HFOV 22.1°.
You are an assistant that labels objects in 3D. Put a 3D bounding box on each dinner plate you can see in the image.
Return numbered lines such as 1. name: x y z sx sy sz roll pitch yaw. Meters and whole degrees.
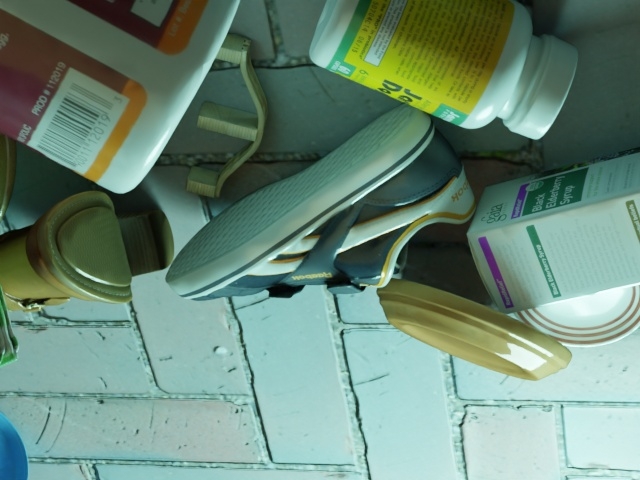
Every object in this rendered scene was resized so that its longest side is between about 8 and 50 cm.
1. dinner plate: 0.255 0.050 1.609 0.141 0.017 0.141 7 133 8

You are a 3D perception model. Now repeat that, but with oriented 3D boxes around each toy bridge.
1. toy bridge: -0.084 -0.111 1.539 0.063 0.026 0.188 13 133 0

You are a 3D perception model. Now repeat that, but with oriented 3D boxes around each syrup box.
1. syrup box: 0.262 -0.016 1.487 0.237 0.093 0.096 -13 114 23

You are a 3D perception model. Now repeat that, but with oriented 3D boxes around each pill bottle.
1. pill bottle: -0.282 -0.222 1.353 0.392 0.224 0.224 29 131 -12
2. pill bottle: 0.106 -0.165 1.386 0.208 0.117 0.117 22 132 -8

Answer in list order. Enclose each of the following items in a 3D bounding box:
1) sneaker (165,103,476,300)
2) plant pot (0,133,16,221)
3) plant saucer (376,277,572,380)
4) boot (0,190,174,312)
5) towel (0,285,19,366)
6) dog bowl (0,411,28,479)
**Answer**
1. sneaker: 0.000 0.000 1.550 0.321 0.126 0.127 -28 114 30
2. plant pot: -0.358 -0.099 1.534 0.236 0.032 0.236 13 110 38
3. plant saucer: 0.143 0.090 1.578 0.200 0.037 0.200 23 172 3
4. boot: -0.282 0.020 1.554 0.220 0.283 0.109 -12 96 13
5. towel: -0.399 -0.010 1.530 0.248 0.038 0.324 -25 80 43
6. dog bowl: -0.476 0.229 1.845 0.297 0.166 0.074 34 141 -17
